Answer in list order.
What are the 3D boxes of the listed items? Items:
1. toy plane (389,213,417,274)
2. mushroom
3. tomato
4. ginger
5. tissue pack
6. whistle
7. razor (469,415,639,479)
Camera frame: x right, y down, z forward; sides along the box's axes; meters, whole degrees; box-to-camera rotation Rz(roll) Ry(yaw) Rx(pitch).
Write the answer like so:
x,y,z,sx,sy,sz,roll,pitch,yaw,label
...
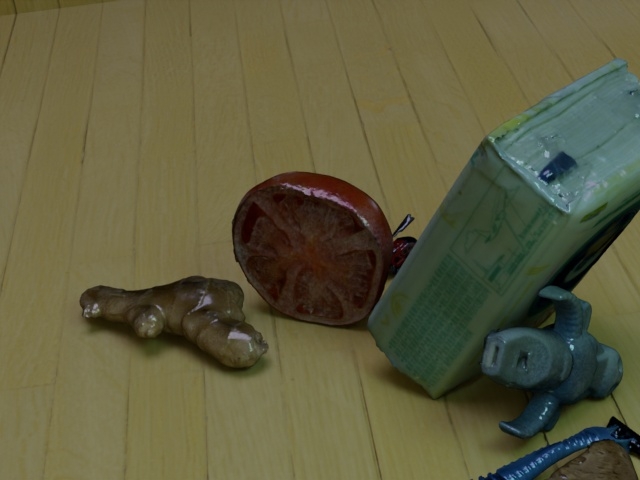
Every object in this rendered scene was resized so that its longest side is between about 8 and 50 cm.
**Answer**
x,y,z,sx,sy,sz,roll,pitch,yaw,label
0.093,0.028,2.036,0.145,0.060,0.037,-39,40,-22,toy plane
0.267,0.281,1.462,0.209,0.072,0.094,-29,45,-26,mushroom
0.000,0.000,1.930,0.236,0.237,0.095,7,35,24,tomato
-0.203,0.099,1.958,0.333,0.081,0.148,7,47,26,ginger
0.248,-0.012,1.728,0.287,0.388,0.162,-31,70,-38,tissue pack
0.272,0.143,1.675,0.093,0.180,0.269,20,7,37,whistle
0.252,0.252,1.604,0.253,0.042,0.082,-18,29,-20,razor
